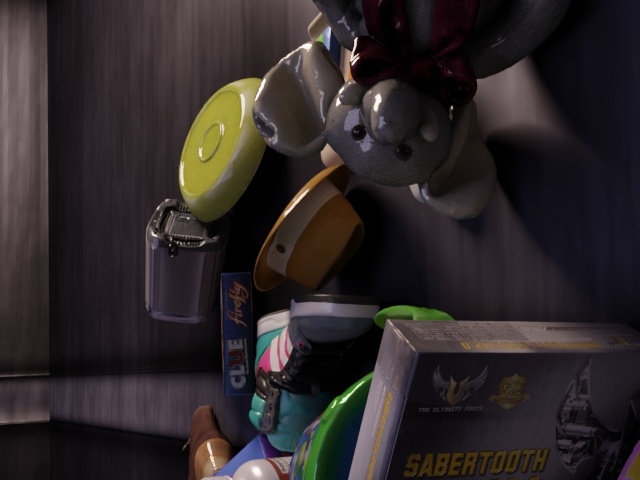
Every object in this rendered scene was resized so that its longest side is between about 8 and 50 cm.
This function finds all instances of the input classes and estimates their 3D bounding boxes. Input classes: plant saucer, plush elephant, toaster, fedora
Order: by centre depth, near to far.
[{"bbox_3d":[0.076,-0.166,0.894,0.330,0.272,0.255,81,-159,-82],"label":"plush elephant"},{"bbox_3d":[0.000,0.000,1.185,0.079,0.194,0.194,36,130,14],"label":"fedora"},{"bbox_3d":[-0.157,-0.147,1.503,0.241,0.037,0.241,-35,44,42],"label":"plant saucer"},{"bbox_3d":[-0.214,0.035,1.548,0.227,0.129,0.146,-96,12,-68],"label":"toaster"}]

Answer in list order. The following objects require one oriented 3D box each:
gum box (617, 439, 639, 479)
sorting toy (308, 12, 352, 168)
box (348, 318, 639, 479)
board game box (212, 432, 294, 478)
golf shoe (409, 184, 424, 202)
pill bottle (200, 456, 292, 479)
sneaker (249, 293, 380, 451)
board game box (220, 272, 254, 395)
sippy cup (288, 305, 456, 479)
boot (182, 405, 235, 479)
[{"bbox_3d":[0.258,0.244,0.722,0.107,0.062,0.188,54,135,50],"label":"gum box"},{"bbox_3d":[0.035,-0.215,1.208,0.193,0.038,0.208,-35,58,57],"label":"sorting toy"},{"bbox_3d":[0.144,0.155,0.767,0.056,0.231,0.183,-133,51,-58],"label":"box"},{"bbox_3d":[-0.073,0.461,1.249,0.233,0.078,0.347,-45,47,29],"label":"board game box"},{"bbox_3d":[0.088,-0.123,1.050,0.067,0.086,0.186,-44,52,54],"label":"golf shoe"},{"bbox_3d":[-0.030,0.310,1.115,0.121,0.216,0.121,-3,86,63],"label":"pill bottle"},{"bbox_3d":[-0.012,0.167,1.183,0.295,0.124,0.178,144,128,-67],"label":"sneaker"},{"bbox_3d":[-0.123,0.141,1.406,0.243,0.042,0.165,124,144,-79],"label":"board game box"},{"bbox_3d":[0.072,0.236,0.937,0.240,0.305,0.224,43,160,-4],"label":"sippy cup"},{"bbox_3d":[-0.180,0.420,1.586,0.207,0.090,0.248,-129,44,-68],"label":"boot"}]
